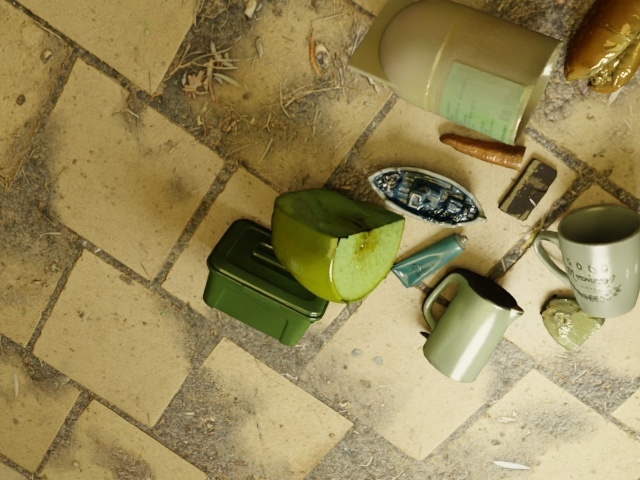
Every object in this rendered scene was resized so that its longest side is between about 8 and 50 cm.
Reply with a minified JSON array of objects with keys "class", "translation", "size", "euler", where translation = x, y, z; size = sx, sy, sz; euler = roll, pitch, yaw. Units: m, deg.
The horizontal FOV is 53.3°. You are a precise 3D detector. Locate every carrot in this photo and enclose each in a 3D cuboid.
[{"class":"carrot","translation":[0.390,-0.224,1.555],"size":[0.210,0.061,0.061],"euler":[16,115,10]}]

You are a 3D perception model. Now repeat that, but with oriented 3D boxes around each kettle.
[{"class":"kettle","translation":[0.377,0.212,1.692],"size":[0.240,0.165,0.255],"euler":[37,118,26]}]

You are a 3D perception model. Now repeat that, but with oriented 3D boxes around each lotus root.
[{"class":"lotus root","translation":[0.650,0.213,1.676],"size":[0.144,0.070,0.143],"euler":[30,115,-2]}]

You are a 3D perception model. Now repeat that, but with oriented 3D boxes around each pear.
[{"class":"pear","translation":[0.000,0.000,1.600],"size":[0.318,0.342,0.238],"euler":[27,114,30]}]

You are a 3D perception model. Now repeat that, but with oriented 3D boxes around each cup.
[{"class":"cup","translation":[0.657,0.053,1.570],"size":[0.258,0.186,0.234],"euler":[9,127,40]}]

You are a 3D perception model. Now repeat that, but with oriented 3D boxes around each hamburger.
[{"class":"hamburger","translation":[0.637,-0.445,1.353],"size":[0.144,0.156,0.282],"euler":[27,117,0]}]

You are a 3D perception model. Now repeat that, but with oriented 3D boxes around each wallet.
[{"class":"wallet","translation":[0.517,-0.124,1.589],"size":[0.082,0.018,0.156],"euler":[31,114,-3]}]

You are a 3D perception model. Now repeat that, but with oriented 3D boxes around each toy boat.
[{"class":"toy boat","translation":[0.263,-0.107,1.579],"size":[0.309,0.142,0.129],"euler":[20,113,3]}]

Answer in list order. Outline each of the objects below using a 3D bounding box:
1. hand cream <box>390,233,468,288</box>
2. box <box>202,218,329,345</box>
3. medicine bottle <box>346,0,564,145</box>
[{"class":"hand cream","translation":[0.294,0.048,1.697],"size":[0.224,0.048,0.083],"euler":[-36,105,27]},{"class":"box","translation":[-0.139,0.119,1.704],"size":[0.329,0.252,0.177],"euler":[26,124,1]},{"class":"medicine bottle","translation":[0.283,-0.390,1.390],"size":[0.406,0.236,0.235],"euler":[27,116,17]}]
